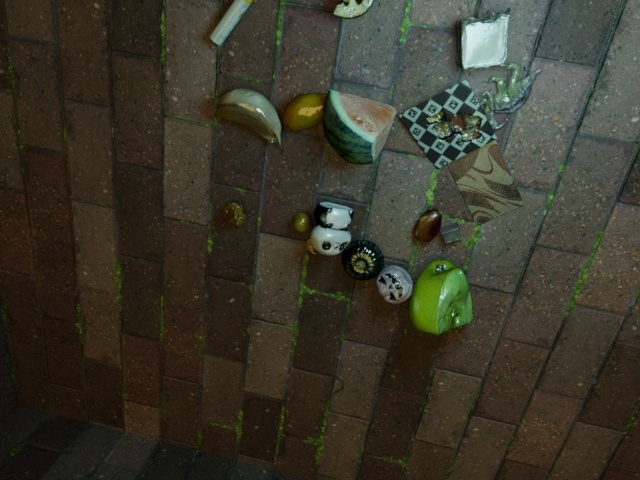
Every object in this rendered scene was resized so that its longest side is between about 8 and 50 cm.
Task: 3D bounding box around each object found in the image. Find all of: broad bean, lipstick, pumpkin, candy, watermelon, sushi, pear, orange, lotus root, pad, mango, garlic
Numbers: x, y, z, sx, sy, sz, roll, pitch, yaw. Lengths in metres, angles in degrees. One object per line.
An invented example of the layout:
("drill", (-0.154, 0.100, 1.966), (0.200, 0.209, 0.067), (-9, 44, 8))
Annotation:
("broad bean", (0.479, -0.064, 1.976), (0.114, 0.084, 0.165), (10, 119, 3))
("lipstick", (-0.352, -0.911, 1.793), (0.059, 0.059, 0.264), (42, 113, -8))
("pumpkin", (0.194, 0.093, 2.056), (0.201, 0.140, 0.202), (5, 109, 16))
("candy", (0.603, -0.739, 1.652), (0.184, 0.137, 0.195), (-4, 112, 12))
("watermelon", (0.153, -0.471, 1.769), (0.283, 0.250, 0.293), (42, 97, 33))
("sushi", (0.523, -0.472, 1.812), (0.292, 0.059, 0.294), (-24, 116, 34))
("pear", (0.527, 0.240, 1.992), (0.238, 0.342, 0.318), (5, 94, 42))
("orange", (-0.088, -0.080, 2.070), (0.085, 0.085, 0.095), (14, 111, 4))
("lotus root", (0.145, -0.933, 1.665), (0.138, 0.119, 0.235), (34, 112, -5))
("pad", (0.707, -0.243, 1.906), (0.219, 0.004, 0.330), (-26, 105, 19))
("mango", (-0.040, -0.549, 1.854), (0.253, 0.113, 0.139), (-17, 108, 14))
("garlic", (-0.277, -0.537, 1.910), (0.338, 0.151, 0.196), (24, 141, -8))

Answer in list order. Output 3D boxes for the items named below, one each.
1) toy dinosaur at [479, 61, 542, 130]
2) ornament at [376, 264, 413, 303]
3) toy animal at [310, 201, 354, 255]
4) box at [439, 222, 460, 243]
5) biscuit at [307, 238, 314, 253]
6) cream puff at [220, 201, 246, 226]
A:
("toy dinosaur", (0.718, -0.566, 1.736), (0.162, 0.077, 0.294), (29, 133, -12))
("ornament", (0.338, 0.209, 2.064), (0.177, 0.177, 0.178), (3, 112, 9))
("toy animal", (0.048, -0.048, 1.997), (0.187, 0.165, 0.235), (5, 99, -26))
("box", (0.583, -0.031, 1.986), (0.084, 0.060, 0.063), (-20, 112, 16))
("biscuit", (0.000, 0.000, 2.118), (0.139, 0.023, 0.118), (-15, 106, 15))
("cream puff", (-0.408, -0.126, 2.107), (0.122, 0.094, 0.116), (43, 111, 16))
